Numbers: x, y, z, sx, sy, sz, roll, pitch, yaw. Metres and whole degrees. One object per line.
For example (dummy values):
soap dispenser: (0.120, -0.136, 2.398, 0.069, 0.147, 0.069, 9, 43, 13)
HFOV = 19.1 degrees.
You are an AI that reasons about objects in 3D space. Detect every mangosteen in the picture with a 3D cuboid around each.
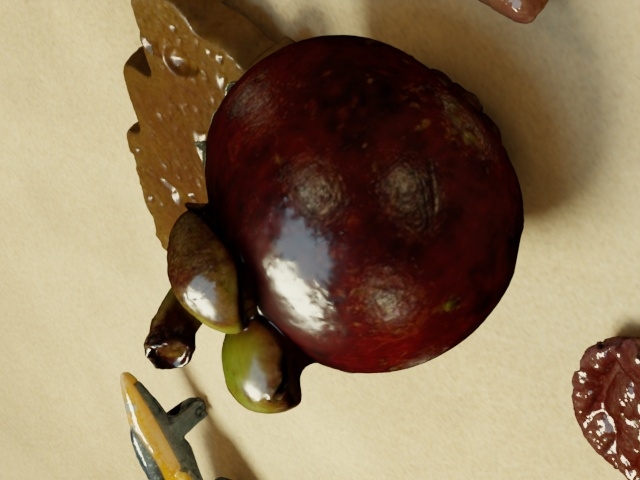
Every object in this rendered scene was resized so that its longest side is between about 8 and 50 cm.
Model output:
mangosteen: (0.000, 0.000, 1.184, 0.215, 0.257, 0.215, 47, 177, 3)

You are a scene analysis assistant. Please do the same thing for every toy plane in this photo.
toy plane: (-0.103, 0.247, 1.753, 0.204, 0.103, 0.316, 2, 115, 52)

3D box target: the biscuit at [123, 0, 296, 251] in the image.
biscuit: (-0.065, -0.065, 1.419, 0.278, 0.043, 0.301, 51, 149, -1)

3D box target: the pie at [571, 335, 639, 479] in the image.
pie: (0.224, 0.121, 1.209, 0.153, 0.038, 0.154, 38, 146, 32)

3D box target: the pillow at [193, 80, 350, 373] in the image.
pillow: (-0.034, -0.009, 1.345, 0.093, 0.051, 0.241, 7, 129, 42)

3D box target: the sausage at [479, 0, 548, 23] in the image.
sausage: (0.061, -0.185, 1.118, 0.186, 0.043, 0.043, 39, 147, 24)
